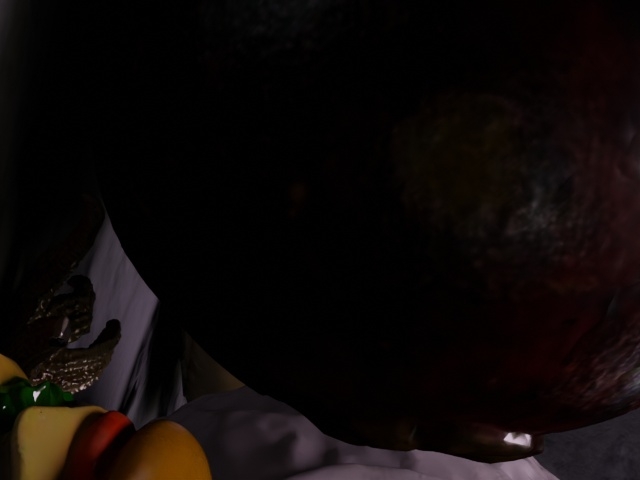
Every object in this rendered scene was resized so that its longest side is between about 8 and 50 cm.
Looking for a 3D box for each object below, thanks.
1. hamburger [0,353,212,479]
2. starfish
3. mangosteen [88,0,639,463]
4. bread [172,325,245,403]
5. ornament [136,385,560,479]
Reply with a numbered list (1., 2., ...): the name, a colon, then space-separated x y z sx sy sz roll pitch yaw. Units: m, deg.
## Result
1. hamburger: -0.094 0.113 0.453 0.162 0.115 0.162 16 90 -87
2. starfish: -0.106 0.054 0.565 0.133 0.041 0.130 92 5 -70
3. mangosteen: 0.050 -0.067 0.601 0.311 0.311 0.311 17 90 -87
4. bread: 0.000 0.000 1.079 0.305 0.158 0.306 17 90 -88
5. ornament: -0.004 0.236 0.769 0.337 0.337 0.337 17 90 -87
